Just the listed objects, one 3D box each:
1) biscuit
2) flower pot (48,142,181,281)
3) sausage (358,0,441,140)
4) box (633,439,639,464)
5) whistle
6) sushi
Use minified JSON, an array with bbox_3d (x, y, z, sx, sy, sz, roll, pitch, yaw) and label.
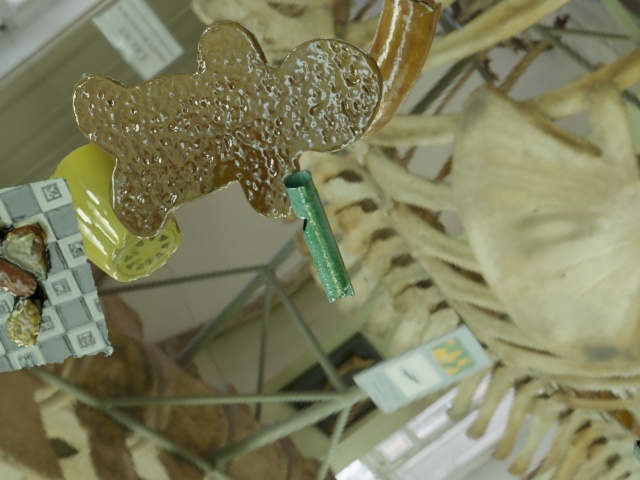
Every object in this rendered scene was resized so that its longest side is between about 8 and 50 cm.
[{"bbox_3d":[-0.117,-0.160,1.325,0.064,0.432,0.283,-44,-64,-76],"label":"biscuit"},{"bbox_3d":[-0.325,-0.039,1.539,0.179,0.195,0.195,48,180,27],"label":"flower pot"},{"bbox_3d":[0.107,-0.279,1.539,0.109,0.270,0.109,22,-153,-12],"label":"sausage"},{"bbox_3d":[0.460,0.233,0.994,0.163,0.135,0.243,13,-164,-14],"label":"box"},{"bbox_3d":[0.000,0.000,1.158,0.039,0.039,0.186,56,169,55],"label":"whistle"},{"bbox_3d":[-0.293,0.048,0.930,0.031,0.139,0.201,-113,11,-67],"label":"sushi"}]
